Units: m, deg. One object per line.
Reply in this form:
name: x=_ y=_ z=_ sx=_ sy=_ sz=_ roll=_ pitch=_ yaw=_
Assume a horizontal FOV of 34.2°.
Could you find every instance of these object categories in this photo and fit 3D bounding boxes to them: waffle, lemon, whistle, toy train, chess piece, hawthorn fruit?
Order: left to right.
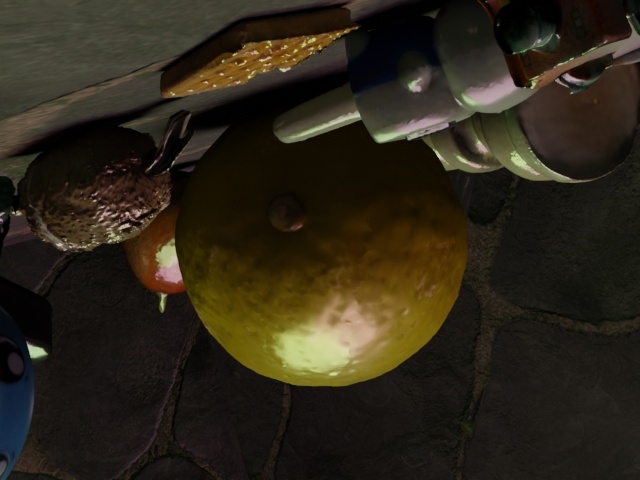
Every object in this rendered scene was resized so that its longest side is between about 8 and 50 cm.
hawthorn fruit: x=-0.252 y=0.002 z=1.764 sx=0.199 sy=0.251 sz=0.199 roll=11 pitch=-164 yaw=-3
waffle: x=-0.044 y=-0.123 z=0.691 sx=0.092 sy=0.021 sz=0.135 roll=-17 pitch=-177 yaw=-30
lemon: x=0.000 y=0.000 z=1.151 sx=0.348 sy=0.348 sz=0.348 roll=-15 pitch=-178 yaw=1
whistle: x=0.073 y=-0.123 z=0.765 sx=0.244 sy=0.092 sz=0.110 roll=-16 pitch=-177 yaw=27
chess piece: x=0.211 y=-0.154 z=1.260 sx=0.182 sy=0.182 sz=0.330 roll=-16 pitch=-171 yaw=-26
toy train: x=0.156 y=-0.132 z=0.500 sx=0.188 sy=0.099 sz=0.072 roll=-16 pitch=179 yaw=-31

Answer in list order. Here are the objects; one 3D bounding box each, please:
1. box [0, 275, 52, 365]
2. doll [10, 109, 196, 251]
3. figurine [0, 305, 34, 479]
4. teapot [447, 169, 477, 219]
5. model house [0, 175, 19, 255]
box: x=-0.368 y=0.055 z=0.688 sx=0.290 sy=0.073 sz=0.289 roll=-16 pitch=152 yaw=22
doll: x=-0.193 y=-0.049 z=0.938 sx=0.221 sy=0.105 sz=0.115 roll=-11 pitch=178 yaw=38
figurine: x=-0.303 y=0.076 z=0.433 sx=0.416 sy=0.297 sz=0.243 roll=11 pitch=172 yaw=-38
teapot: x=0.146 y=-0.102 z=1.499 sx=0.203 sy=0.225 sz=0.171 roll=28 pitch=-176 yaw=24
model house: x=-0.331 y=-0.016 z=0.778 sx=0.149 sy=0.119 sz=0.148 roll=14 pitch=-175 yaw=-41
